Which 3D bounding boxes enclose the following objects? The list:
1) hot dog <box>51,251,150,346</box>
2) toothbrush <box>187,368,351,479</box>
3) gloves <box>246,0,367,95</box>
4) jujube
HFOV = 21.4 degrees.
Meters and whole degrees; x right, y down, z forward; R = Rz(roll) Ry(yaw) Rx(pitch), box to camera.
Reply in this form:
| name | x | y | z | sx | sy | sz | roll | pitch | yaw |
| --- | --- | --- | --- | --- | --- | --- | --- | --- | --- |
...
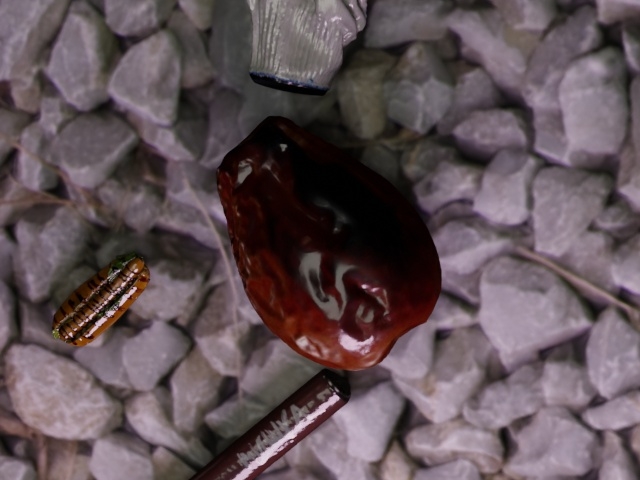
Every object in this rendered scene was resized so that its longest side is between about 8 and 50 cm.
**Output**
| name | x | y | z | sx | sy | sz | roll | pitch | yaw |
| --- | --- | --- | --- | --- | --- | --- | --- | --- | --- |
| hot dog | -0.209 | 0.057 | 1.605 | 0.049 | 0.037 | 0.122 | 44 | 106 | -3 |
| toothbrush | -0.113 | 0.244 | 1.620 | 0.364 | 0.041 | 0.041 | -41 | 91 | 15 |
| gloves | -0.012 | -0.241 | 1.484 | 0.119 | 0.097 | 0.229 | 11 | 107 | 4 |
| jujube | 0.000 | 0.000 | 1.497 | 0.168 | 0.168 | 0.236 | -38 | 85 | 15 |
